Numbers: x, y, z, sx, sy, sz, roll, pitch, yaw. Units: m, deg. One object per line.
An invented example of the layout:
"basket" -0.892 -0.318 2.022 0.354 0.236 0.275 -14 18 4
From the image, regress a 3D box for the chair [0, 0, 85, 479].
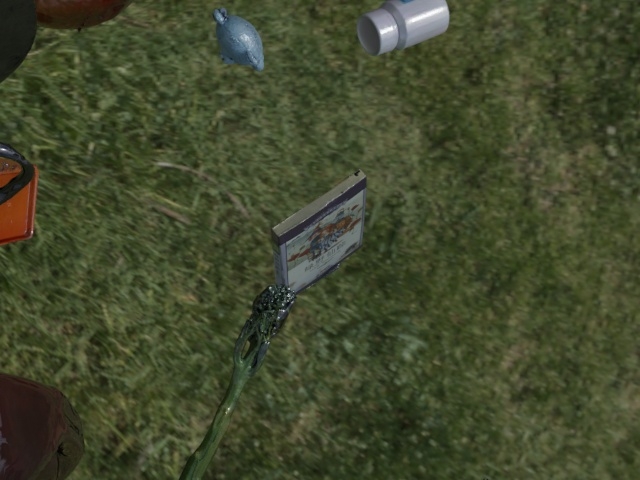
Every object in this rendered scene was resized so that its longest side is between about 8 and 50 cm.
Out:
"chair" -0.262 0.019 0.650 0.227 0.226 0.401 3 58 -28

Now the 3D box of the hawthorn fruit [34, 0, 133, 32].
"hawthorn fruit" -0.329 -0.431 1.418 0.295 0.295 0.311 -34 100 -19

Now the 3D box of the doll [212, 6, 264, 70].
"doll" -0.144 -0.337 1.942 0.075 0.180 0.120 -39 87 -4

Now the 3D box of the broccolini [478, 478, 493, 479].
"broccolini" 0.242 0.322 1.363 0.140 0.030 0.035 26 93 -31

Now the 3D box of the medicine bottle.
"medicine bottle" 0.084 -0.224 1.137 0.089 0.052 0.052 -25 109 -23

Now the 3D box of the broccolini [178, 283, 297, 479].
"broccolini" -0.100 0.156 1.162 0.071 0.057 0.254 26 95 -42

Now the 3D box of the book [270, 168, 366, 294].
"book" 0.001 0.001 1.626 0.157 0.231 0.026 -35 68 -16

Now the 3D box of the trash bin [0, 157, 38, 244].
"trash bin" -0.548 -0.083 1.650 0.161 0.239 0.184 -22 119 -69
